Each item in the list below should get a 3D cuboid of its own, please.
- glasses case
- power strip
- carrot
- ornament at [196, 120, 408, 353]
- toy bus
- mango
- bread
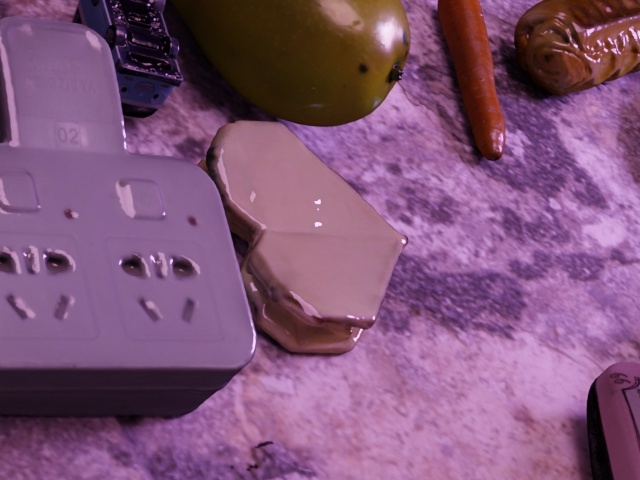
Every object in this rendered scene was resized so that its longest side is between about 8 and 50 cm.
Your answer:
[{"bbox_3d":[0.271,0.215,1.465,0.122,0.075,0.314,24,36,-22],"label":"glasses case"},{"bbox_3d":[-0.190,-0.005,1.323,0.229,0.141,0.261,3,60,-37],"label":"power strip"},{"bbox_3d":[0.145,-0.161,1.845,0.043,0.043,0.248,17,40,-24],"label":"carrot"},{"bbox_3d":[0.000,0.000,1.517,0.180,0.059,0.201,3,48,-39],"label":"ornament"},{"bbox_3d":[-0.157,-0.150,1.541,0.060,0.075,0.123,11,42,-31],"label":"toy bus"},{"bbox_3d":[-0.046,-0.207,1.656,0.293,0.143,0.175,41,39,26],"label":"mango"},{"bbox_3d":[0.286,-0.210,1.982,0.087,0.098,0.269,6,17,36],"label":"bread"}]
